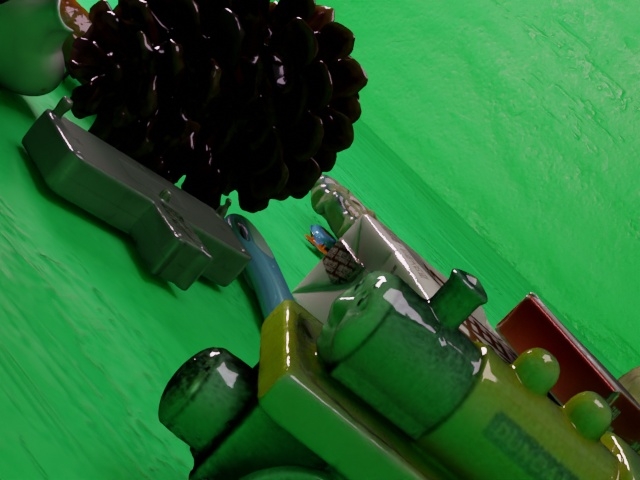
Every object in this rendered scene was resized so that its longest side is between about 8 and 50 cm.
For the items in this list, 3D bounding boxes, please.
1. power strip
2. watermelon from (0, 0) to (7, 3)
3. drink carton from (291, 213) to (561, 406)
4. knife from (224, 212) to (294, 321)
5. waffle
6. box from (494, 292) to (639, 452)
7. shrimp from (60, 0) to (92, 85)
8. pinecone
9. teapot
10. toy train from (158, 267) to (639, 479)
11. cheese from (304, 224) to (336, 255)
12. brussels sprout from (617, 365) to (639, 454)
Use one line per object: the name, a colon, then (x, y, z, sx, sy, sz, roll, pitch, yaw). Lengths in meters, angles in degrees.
power strip: (-0.137, -0.022, 1.005, 0.216, 0.061, 0.145, 31, 14, -43)
watermelon: (-0.312, -0.334, 0.880, 0.363, 0.363, 0.363, 41, 11, -9)
drink carton: (0.117, 0.132, 1.131, 0.194, 0.132, 0.324, 38, 10, -31)
knife: (-0.054, 0.042, 1.137, 0.064, 0.031, 0.222, 40, 14, -34)
waffle: (0.104, 0.038, 1.625, 0.309, 0.056, 0.292, 37, 11, -48)
box: (0.238, 0.128, 1.098, 0.123, 0.050, 0.229, 50, 6, 29)
shrimp: (-0.246, -0.197, 1.297, 0.248, 0.068, 0.150, 56, 6, 21)
pinecone: (-0.105, -0.145, 1.145, 0.292, 0.246, 0.246, 2, 38, -45)
teapot: (-0.278, -0.202, 1.079, 0.226, 0.092, 0.145, -130, -153, -65)
toy train: (0.093, 0.152, 0.667, 0.369, 0.237, 0.150, 40, 13, -13)
cheese: (0.001, -0.001, 1.541, 0.047, 0.017, 0.111, 40, 10, 2)
brussels sprout: (0.476, 0.291, 1.562, 0.274, 0.242, 0.316, 19, 3, 7)
